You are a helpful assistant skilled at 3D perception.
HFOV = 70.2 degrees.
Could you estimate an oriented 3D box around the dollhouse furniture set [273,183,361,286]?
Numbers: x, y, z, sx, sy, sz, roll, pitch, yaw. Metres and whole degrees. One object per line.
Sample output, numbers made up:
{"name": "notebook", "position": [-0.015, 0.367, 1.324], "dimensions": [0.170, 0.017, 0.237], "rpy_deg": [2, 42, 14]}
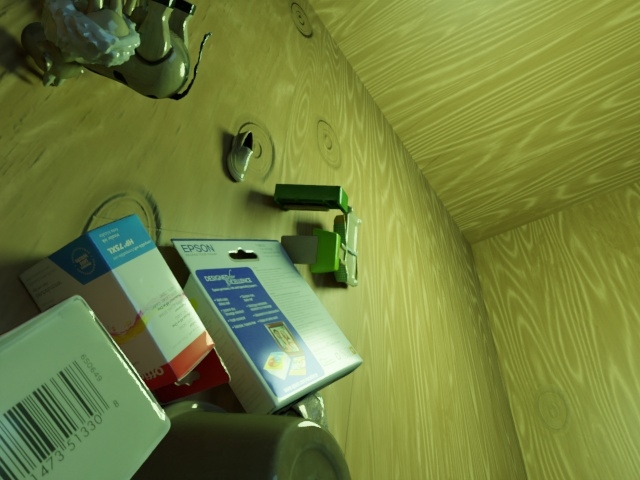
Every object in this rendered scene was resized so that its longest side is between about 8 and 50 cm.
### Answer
{"name": "dollhouse furniture set", "position": [0.000, 0.000, 1.113], "dimensions": [0.301, 0.151, 0.197], "rpy_deg": [38, 55, -72]}

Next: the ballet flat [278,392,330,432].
{"name": "ballet flat", "position": [-0.018, 0.393, 0.722], "dimensions": [0.106, 0.107, 0.316], "rpy_deg": [19, 42, -51]}

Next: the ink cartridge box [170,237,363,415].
{"name": "ink cartridge box", "position": [-0.092, 0.131, 0.796], "dimensions": [0.307, 0.072, 0.303], "rpy_deg": [51, 22, 20]}

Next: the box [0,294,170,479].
{"name": "box", "position": [-0.254, 0.156, 0.321], "dimensions": [0.127, 0.232, 0.148], "rpy_deg": [60, 27, -11]}

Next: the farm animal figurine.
{"name": "farm animal figurine", "position": [-0.311, -0.288, 0.645], "dimensions": [0.327, 0.172, 0.330], "rpy_deg": [26, 22, 14]}

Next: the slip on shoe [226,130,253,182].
{"name": "slip on shoe", "position": [-0.167, -0.185, 0.981], "dimensions": [0.051, 0.041, 0.135], "rpy_deg": [43, 34, -38]}

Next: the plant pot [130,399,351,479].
{"name": "plant pot", "position": [-0.095, 0.295, 0.507], "dimensions": [0.263, 0.229, 0.263], "rpy_deg": [41, 35, -38]}

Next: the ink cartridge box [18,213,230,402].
{"name": "ink cartridge box", "position": [-0.223, 0.104, 0.533], "dimensions": [0.231, 0.134, 0.078], "rpy_deg": [61, 26, -7]}
